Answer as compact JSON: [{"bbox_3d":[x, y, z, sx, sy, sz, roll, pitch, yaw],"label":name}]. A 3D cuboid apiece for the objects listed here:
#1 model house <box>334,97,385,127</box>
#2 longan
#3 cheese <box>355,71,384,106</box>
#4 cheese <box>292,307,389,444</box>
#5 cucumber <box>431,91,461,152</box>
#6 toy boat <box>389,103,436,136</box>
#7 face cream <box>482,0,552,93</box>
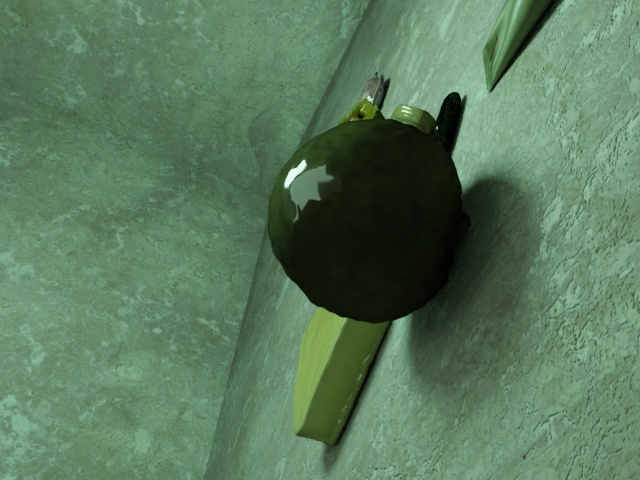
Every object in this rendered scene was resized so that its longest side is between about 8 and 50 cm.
[{"bbox_3d":[0.121,-0.235,1.872,0.239,0.173,0.268,-121,25,-63],"label":"model house"},{"bbox_3d":[0.093,-0.036,1.283,0.391,0.391,0.391,-159,90,-79],"label":"longan"},{"bbox_3d":[0.183,-0.537,2.495,0.286,0.074,0.189,-80,16,-57],"label":"cheese"},{"bbox_3d":[0.026,0.303,1.613,0.384,0.104,0.384,-159,90,-78],"label":"cheese"},{"bbox_3d":[0.285,-0.253,1.561,0.058,0.052,0.215,59,-131,-68],"label":"cucumber"},{"bbox_3d":[0.231,-0.295,1.724,0.061,0.116,0.188,-62,9,-1],"label":"toy boat"},{"bbox_3d":[0.402,-0.459,1.341,0.341,0.084,0.137,115,161,-54],"label":"face cream"}]
